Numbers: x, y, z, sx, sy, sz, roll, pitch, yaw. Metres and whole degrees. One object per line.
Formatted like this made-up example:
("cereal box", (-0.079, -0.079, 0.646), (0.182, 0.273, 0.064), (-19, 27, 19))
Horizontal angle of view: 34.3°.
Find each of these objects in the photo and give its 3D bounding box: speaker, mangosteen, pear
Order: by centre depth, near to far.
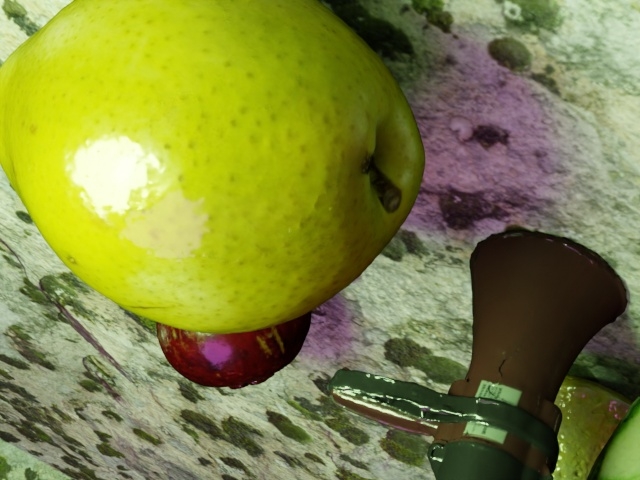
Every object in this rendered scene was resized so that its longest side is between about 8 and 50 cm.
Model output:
("pear", (-0.111, -0.088, 1.005), (0.418, 0.362, 0.362), (5, 142, 25))
("speaker", (0.176, 0.144, 1.183), (0.259, 0.329, 0.198), (32, 148, 3))
("mangosteen", (-0.128, 0.073, 1.412), (0.215, 0.215, 0.257), (-12, 97, 44))

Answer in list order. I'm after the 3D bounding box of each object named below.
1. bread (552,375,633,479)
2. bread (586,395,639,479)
("bread", (0.335, 0.271, 1.376), (0.197, 0.170, 0.197), (26, 164, 8))
("bread", (0.476, 0.268, 1.088), (0.129, 0.366, 0.382), (46, 152, -27))
